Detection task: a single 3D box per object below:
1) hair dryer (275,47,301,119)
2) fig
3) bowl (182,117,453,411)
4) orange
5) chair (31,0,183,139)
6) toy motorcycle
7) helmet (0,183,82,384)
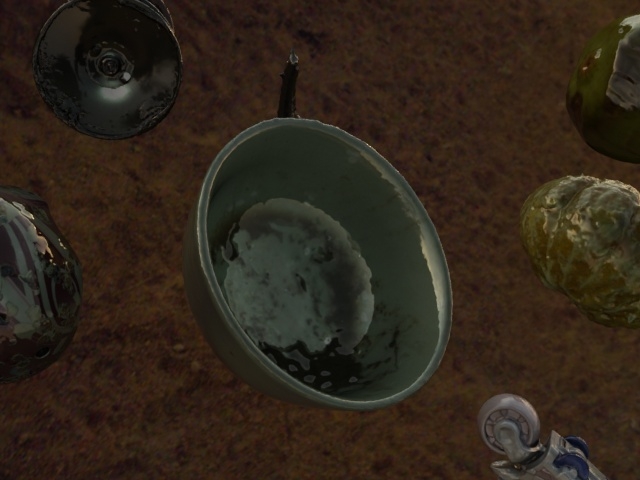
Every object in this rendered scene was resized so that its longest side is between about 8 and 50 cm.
[{"bbox_3d":[0.001,-0.086,0.999,0.304,0.359,0.120,-17,45,-18],"label":"hair dryer"},{"bbox_3d":[0.551,-0.242,1.284,0.271,0.239,0.239,16,50,-18],"label":"fig"},{"bbox_3d":[-0.023,0.038,0.760,0.289,0.146,0.289,18,58,-32],"label":"bowl"},{"bbox_3d":[0.584,0.012,1.577,0.369,0.210,0.271,36,83,8],"label":"orange"},{"bbox_3d":[-0.359,-0.335,1.346,0.227,0.226,0.401,23,16,-21],"label":"chair"},{"bbox_3d":[0.278,0.287,0.902,0.254,0.112,0.112,44,43,10],"label":"toy motorcycle"},{"bbox_3d":[-0.288,0.030,0.641,0.153,0.107,0.176,-28,80,-6],"label":"helmet"}]
